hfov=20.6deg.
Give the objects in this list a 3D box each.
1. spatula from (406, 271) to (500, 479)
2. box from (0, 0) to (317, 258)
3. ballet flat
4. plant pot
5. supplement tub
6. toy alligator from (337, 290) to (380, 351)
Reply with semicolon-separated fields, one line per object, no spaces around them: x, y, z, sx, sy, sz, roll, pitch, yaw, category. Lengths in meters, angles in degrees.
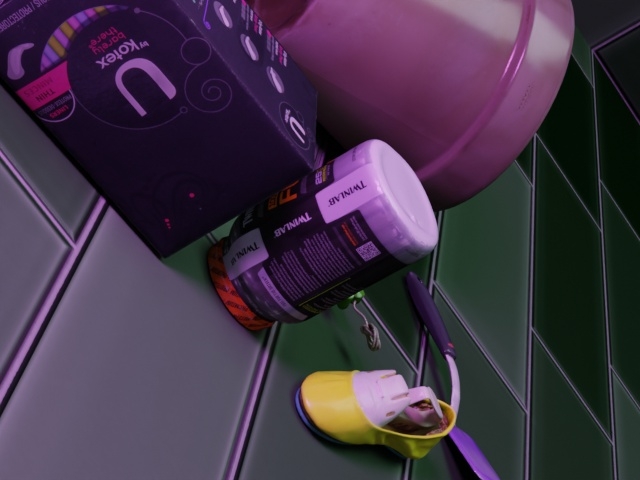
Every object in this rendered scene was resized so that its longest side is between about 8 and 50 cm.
0.144;0.153;1.963;0.084;0.030;0.296;38;30;-49;spatula
-0.143;-0.148;1.485;0.270;0.165;0.143;49;22;-27;box
0.061;0.159;1.691;0.231;0.077;0.077;27;39;-56;ballet flat
0.075;-0.231;1.985;0.280;0.323;0.323;28;35;-29;plant pot
0.000;0.000;1.593;0.117;0.190;0.117;50;22;-29;supplement tub
0.009;0.030;1.787;0.051;0.056;0.189;-8;64;-23;toy alligator
